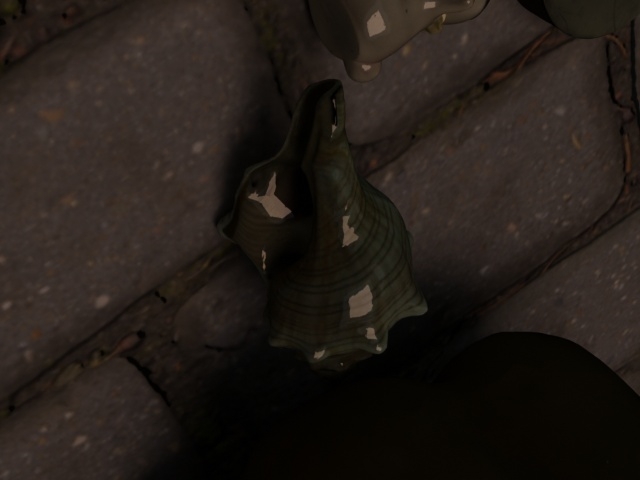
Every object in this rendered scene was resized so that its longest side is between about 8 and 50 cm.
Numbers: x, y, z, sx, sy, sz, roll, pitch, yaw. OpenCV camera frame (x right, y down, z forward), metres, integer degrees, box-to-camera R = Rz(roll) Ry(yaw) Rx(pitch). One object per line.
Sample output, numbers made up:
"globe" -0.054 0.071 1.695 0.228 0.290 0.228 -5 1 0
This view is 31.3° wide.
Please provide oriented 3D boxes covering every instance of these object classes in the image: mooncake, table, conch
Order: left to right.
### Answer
"conch" 0.002 0.001 0.777 0.114 0.137 0.234 -30 115 -51
"mooncake" 0.093 0.279 0.893 0.467 0.262 0.467 -22 144 -17
"table" 0.197 -0.213 0.812 0.133 0.043 0.134 -19 130 -25

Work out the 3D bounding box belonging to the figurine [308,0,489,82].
"figurine" 0.068 -0.172 0.721 0.146 0.081 0.098 -29 133 -15
